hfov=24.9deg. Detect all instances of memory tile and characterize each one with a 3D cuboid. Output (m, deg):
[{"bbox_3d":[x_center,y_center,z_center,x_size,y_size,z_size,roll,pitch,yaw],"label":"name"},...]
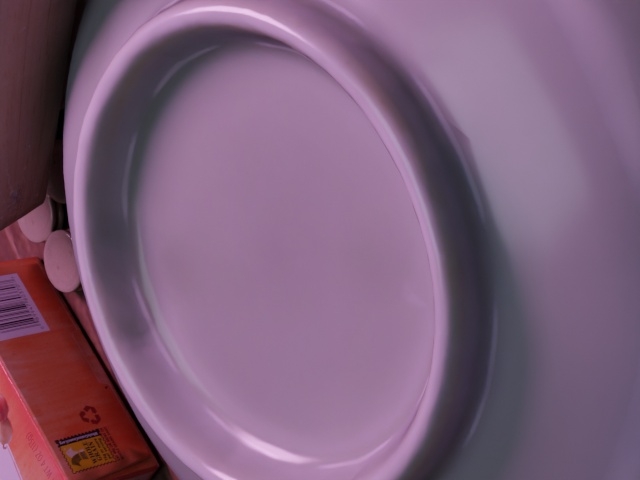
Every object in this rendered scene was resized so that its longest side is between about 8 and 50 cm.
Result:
[{"bbox_3d":[-0.134,-0.051,0.808,0.113,0.012,0.148,55,129,22],"label":"memory tile"}]

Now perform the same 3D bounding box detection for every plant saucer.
[{"bbox_3d":[0.000,0.000,0.601,0.400,0.100,0.401,15,113,40],"label":"plant saucer"}]

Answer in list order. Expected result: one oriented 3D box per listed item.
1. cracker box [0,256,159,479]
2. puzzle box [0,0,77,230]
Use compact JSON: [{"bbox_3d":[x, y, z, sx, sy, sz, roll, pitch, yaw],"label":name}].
[{"bbox_3d":[-0.205,0.143,0.872,0.156,0.067,0.232,55,130,23],"label":"cracker box"},{"bbox_3d":[-0.275,-0.214,0.725,0.409,0.052,0.272,44,146,14],"label":"puzzle box"}]
